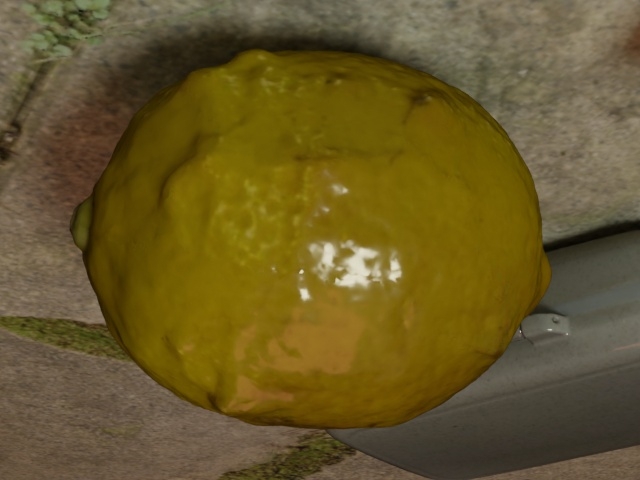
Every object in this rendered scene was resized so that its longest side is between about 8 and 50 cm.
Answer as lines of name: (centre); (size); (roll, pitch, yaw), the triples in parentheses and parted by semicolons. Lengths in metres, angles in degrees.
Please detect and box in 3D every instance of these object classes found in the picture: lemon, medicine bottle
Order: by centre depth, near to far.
lemon: (0.000, 0.000, 0.662); (0.288, 0.233, 0.233); (7, 151, -8)
medicine bottle: (0.195, 0.112, 0.984); (0.375, 0.123, 0.282); (-19, 148, 32)
